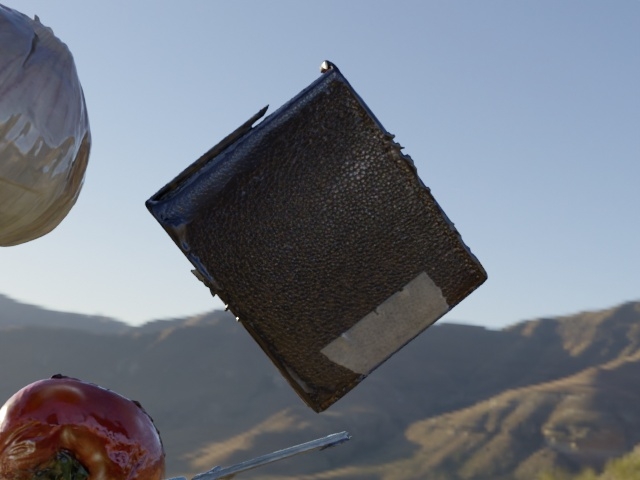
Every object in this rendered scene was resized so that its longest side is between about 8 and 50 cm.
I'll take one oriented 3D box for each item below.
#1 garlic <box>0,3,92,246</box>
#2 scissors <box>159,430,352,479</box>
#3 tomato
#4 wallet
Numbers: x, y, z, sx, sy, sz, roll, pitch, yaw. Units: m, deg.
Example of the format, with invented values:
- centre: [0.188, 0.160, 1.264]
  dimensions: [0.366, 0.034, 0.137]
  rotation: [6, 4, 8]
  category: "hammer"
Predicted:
- centre: [-0.385, -0.143, 1.114]
  dimensions: [0.317, 0.259, 0.317]
  rotation: [47, -11, 11]
  category: "garlic"
- centre: [-0.122, 0.247, 1.047]
  dimensions: [0.360, 0.029, 0.191]
  rotation: [-10, -17, -27]
  category: "scissors"
- centre: [-0.295, 0.274, 1.194]
  dimensions: [0.228, 0.227, 0.101]
  rotation: [7, 12, -4]
  category: "tomato"
- centre: [0.000, 0.000, 0.969]
  dimensions: [0.262, 0.221, 0.071]
  rotation: [52, -5, -13]
  category: "wallet"
